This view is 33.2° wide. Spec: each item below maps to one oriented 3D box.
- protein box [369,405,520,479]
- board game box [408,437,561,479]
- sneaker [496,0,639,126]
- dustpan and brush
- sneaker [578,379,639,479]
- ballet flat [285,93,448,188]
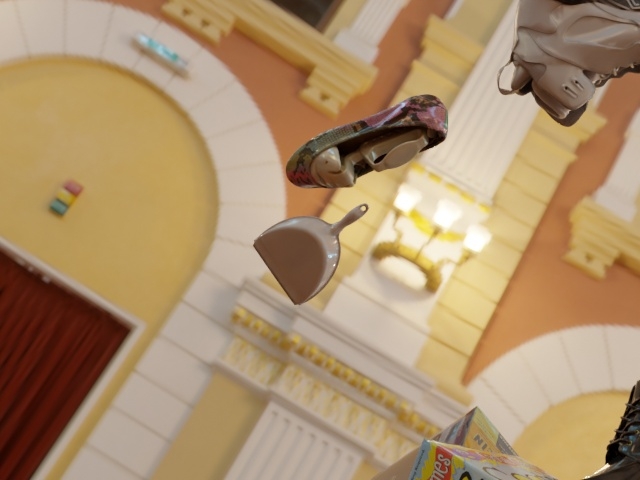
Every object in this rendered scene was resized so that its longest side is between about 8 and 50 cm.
[{"bbox_3d":[0.144,0.342,1.318,0.201,0.200,0.136,-39,-89,21],"label":"protein box"},{"bbox_3d":[0.198,0.294,0.920,0.142,0.144,0.275,18,2,-36],"label":"board game box"},{"bbox_3d":[0.441,-0.260,1.570,0.366,0.210,0.137,19,-3,11],"label":"sneaker"},{"bbox_3d":[0.000,0.000,1.880,0.211,0.060,0.147,-38,-95,32],"label":"dustpan and brush"},{"bbox_3d":[0.348,0.226,1.217,0.083,0.222,0.118,133,-60,-66],"label":"sneaker"},{"bbox_3d":[0.055,-0.107,1.316,0.221,0.079,0.077,-23,-49,16],"label":"ballet flat"}]
